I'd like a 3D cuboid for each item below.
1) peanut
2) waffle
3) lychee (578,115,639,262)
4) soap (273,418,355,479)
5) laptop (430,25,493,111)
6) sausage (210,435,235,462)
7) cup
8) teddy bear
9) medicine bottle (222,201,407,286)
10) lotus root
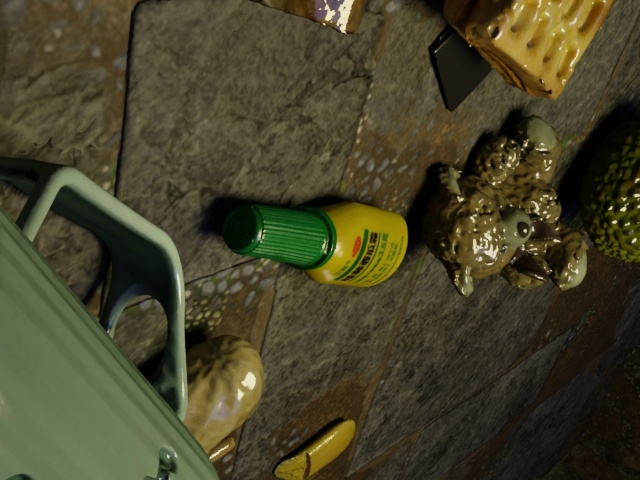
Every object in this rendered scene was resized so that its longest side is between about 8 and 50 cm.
[{"bbox_3d":[-0.168,0.224,0.913,0.274,0.111,0.125,-56,145,6],"label":"peanut"},{"bbox_3d":[0.269,-0.337,0.890,0.224,0.098,0.327,17,103,-52],"label":"waffle"},{"bbox_3d":[0.609,-0.100,1.484,0.320,0.270,0.270,-19,140,-13],"label":"lychee"},{"bbox_3d":[-0.005,0.355,1.346,0.168,0.033,0.089,-30,140,-31],"label":"soap"},{"bbox_3d":[0.213,-0.265,1.014,0.197,0.016,0.135,-46,150,-7],"label":"laptop"},{"bbox_3d":[-0.168,0.298,1.074,0.132,0.024,0.024,-27,142,-36],"label":"sausage"},{"bbox_3d":[-0.259,0.132,0.581,0.310,0.401,0.392,-13,138,1],"label":"cup"},{"bbox_3d":[0.255,-0.034,1.175,0.256,0.156,0.267,-17,95,-46],"label":"teddy bear"},{"bbox_3d":[0.000,0.000,0.942,0.309,0.076,0.111,9,113,-55],"label":"medicine bottle"},{"bbox_3d":[0.004,-0.238,0.687,0.159,0.095,0.135,-24,136,-48],"label":"lotus root"}]
